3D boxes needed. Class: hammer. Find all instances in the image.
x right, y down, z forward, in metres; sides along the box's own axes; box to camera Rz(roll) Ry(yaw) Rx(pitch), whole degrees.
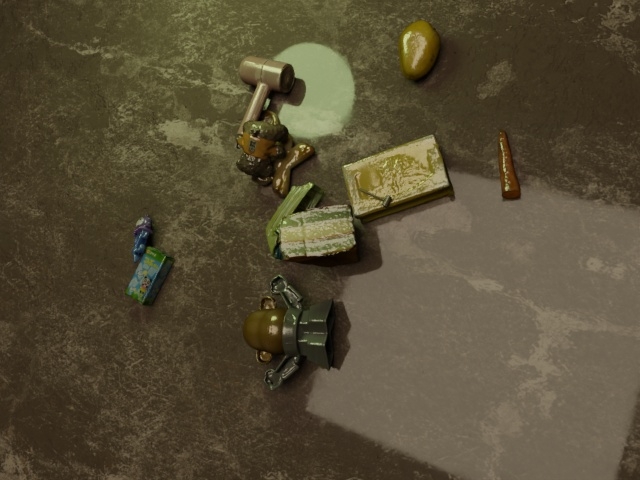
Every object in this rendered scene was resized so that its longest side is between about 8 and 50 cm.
[{"bbox_3d":[0.166,-0.138,1.666,0.110,0.019,0.036,28,89,28],"label":"hammer"}]

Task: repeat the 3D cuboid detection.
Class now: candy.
[{"bbox_3d":[-0.621,0.130,1.969,0.097,0.062,0.195,25,88,24],"label":"candy"}]

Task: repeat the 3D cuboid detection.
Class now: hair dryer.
[{"bbox_3d":[-0.241,-0.488,1.928,0.189,0.107,0.344,20,82,23],"label":"hair dryer"}]

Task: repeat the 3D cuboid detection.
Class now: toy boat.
[{"bbox_3d":[-0.099,-0.073,1.791,0.084,0.111,0.276,32,94,28],"label":"toy boat"}]

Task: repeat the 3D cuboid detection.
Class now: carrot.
[{"bbox_3d":[0.556,-0.238,1.617,0.057,0.057,0.224,-8,73,19],"label":"carrot"}]

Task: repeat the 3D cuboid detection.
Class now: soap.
[{"bbox_3d":[0.239,-0.193,1.704,0.314,0.091,0.199,-17,74,17],"label":"soap"}]

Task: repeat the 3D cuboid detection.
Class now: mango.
[{"bbox_3d":[0.316,-0.616,1.764,0.137,0.098,0.195,16,92,20],"label":"mango"}]

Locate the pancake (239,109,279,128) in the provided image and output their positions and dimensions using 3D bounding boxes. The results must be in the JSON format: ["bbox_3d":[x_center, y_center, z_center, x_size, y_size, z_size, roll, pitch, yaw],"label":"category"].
[{"bbox_3d":[-0.223,-0.407,1.955,0.158,0.028,0.158,-4,76,17],"label":"pancake"}]

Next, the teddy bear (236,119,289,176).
[{"bbox_3d":[-0.209,-0.310,1.826,0.177,0.140,0.190,14,104,7],"label":"teddy bear"}]

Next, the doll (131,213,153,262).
[{"bbox_3d":[-0.661,-0.011,1.998,0.110,0.067,0.206,-29,48,41],"label":"doll"}]

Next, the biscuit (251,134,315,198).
[{"bbox_3d":[-0.131,-0.264,1.879,0.164,0.047,0.208,32,91,22],"label":"biscuit"}]

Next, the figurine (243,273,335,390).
[{"bbox_3d":[-0.104,0.283,1.688,0.284,0.167,0.343,-1,57,12],"label":"figurine"}]

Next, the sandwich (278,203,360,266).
[{"bbox_3d":[0.000,0.000,1.689,0.227,0.198,0.155,-7,74,5],"label":"sandwich"}]
